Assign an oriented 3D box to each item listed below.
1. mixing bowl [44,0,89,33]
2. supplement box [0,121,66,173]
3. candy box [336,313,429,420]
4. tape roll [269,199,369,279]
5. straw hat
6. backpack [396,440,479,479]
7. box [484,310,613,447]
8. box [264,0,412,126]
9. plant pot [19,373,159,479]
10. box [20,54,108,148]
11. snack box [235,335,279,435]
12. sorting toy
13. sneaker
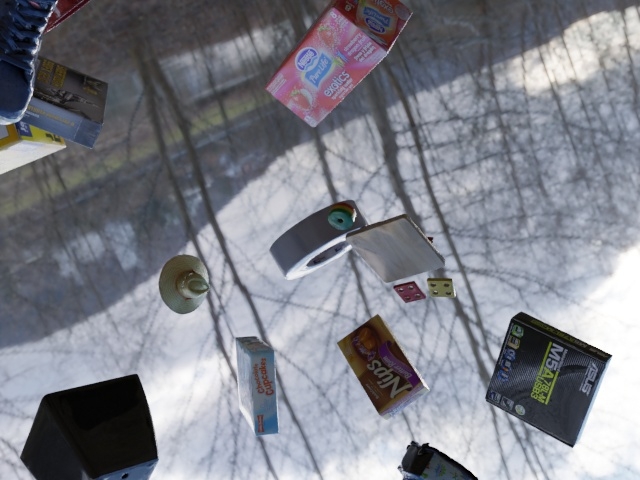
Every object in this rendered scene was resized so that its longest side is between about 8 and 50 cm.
[{"bbox_3d":[-0.456,-0.460,1.532,0.181,0.098,0.181,-33,-162,13],"label":"mixing bowl"},{"bbox_3d":[-0.801,-0.246,1.951,0.357,0.194,0.195,-19,178,13],"label":"supplement box"},{"bbox_3d":[0.125,0.254,1.737,0.109,0.053,0.186,-35,-126,5],"label":"candy box"},{"bbox_3d":[0.000,0.000,1.872,0.219,0.072,0.219,-30,169,-6],"label":"tape roll"},{"bbox_3d":[-0.282,0.099,1.896,0.061,0.144,0.144,3,-155,41],"label":"straw hat"},{"bbox_3d":[0.171,0.356,1.254,0.084,0.114,0.105,-58,-178,-14],"label":"backpack"},{"bbox_3d":[0.408,0.250,1.558,0.184,0.190,0.045,28,-151,30],"label":"box"},{"bbox_3d":[0.027,-0.331,1.508,0.257,0.123,0.128,-38,-162,52],"label":"box"},{"bbox_3d":[-0.391,0.372,1.515,0.188,0.167,0.187,-6,136,-42],"label":"plant pot"},{"bbox_3d":[-0.493,-0.268,1.595,0.056,0.183,0.231,-62,-159,22],"label":"box"},{"bbox_3d":[-0.153,0.335,2.036,0.060,0.187,0.322,-4,180,-12],"label":"snack box"},{"bbox_3d":[0.142,0.011,1.537,0.132,0.274,0.046,-19,-143,36],"label":"sorting toy"},{"bbox_3d":[-0.429,-0.342,1.234,0.148,0.350,0.131,-12,163,29],"label":"sneaker"}]
